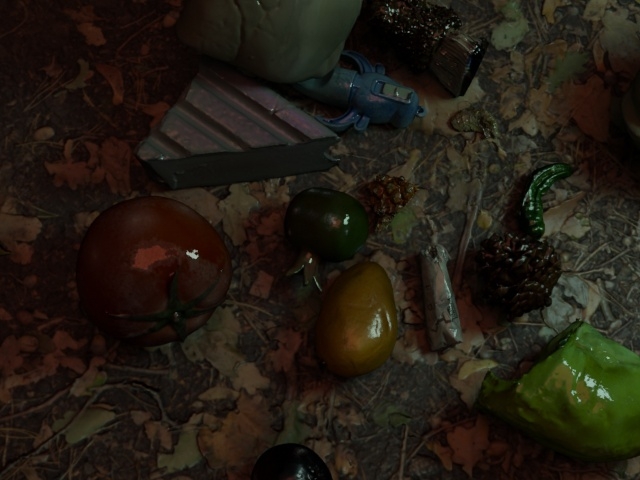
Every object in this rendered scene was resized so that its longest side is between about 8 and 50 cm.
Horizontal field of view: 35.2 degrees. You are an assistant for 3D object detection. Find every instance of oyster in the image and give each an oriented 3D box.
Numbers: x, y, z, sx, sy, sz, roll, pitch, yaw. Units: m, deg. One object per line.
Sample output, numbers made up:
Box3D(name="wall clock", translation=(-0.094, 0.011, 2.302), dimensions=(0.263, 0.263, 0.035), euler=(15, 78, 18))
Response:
Box3D(name="oyster", translation=(0.305, -0.229, 1.981), dimensions=(0.083, 0.038, 0.080), euler=(-21, 78, -12))

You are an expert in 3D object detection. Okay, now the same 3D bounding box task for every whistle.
Box3D(name="whistle", translation=(0.076, -0.283, 1.959), dimensions=(0.269, 0.093, 0.180), euler=(17, 66, 7))

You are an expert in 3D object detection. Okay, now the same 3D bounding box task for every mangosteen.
Box3D(name="mangosteen", translation=(-0.054, 0.421, 1.708), dimensions=(0.152, 0.152, 0.152), euler=(1, 73, -4))

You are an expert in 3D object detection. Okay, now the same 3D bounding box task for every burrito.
Box3D(name="burrito", translation=(0.220, 0.105, 1.862), dimensions=(0.064, 0.064, 0.203), euler=(-4, 74, -6))

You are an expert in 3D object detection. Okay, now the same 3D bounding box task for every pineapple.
Box3D(name="pineapple", translation=(0.131, -0.063, 1.912), dimensions=(0.114, 0.077, 0.114), euler=(19, 82, 37))

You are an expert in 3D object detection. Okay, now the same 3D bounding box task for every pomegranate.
Box3D(name="pomegranate", translation=(0.000, 0.000, 1.840), dimensions=(0.152, 0.131, 0.191), euler=(14, 79, 26))

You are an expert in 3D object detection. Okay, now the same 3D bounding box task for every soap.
Box3D(name="soap", translation=(-0.152, -0.152, 1.856), dimensions=(0.302, 0.159, 0.258), euler=(33, 70, 8))

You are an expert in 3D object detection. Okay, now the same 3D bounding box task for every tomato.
Box3D(name="tomato", translation=(-0.292, 0.047, 1.738), dimensions=(0.265, 0.265, 0.265), euler=(1, 73, -4))

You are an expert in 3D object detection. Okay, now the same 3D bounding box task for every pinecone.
Box3D(name="pinecone", translation=(0.357, 0.056, 1.843), dimensions=(0.174, 0.173, 0.173), euler=(1, 73, -4))

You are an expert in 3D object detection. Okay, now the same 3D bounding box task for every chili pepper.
Box3D(name="chili pepper", translation=(0.423, -0.085, 1.942), dimensions=(0.073, 0.050, 0.182), euler=(26, 70, 11))

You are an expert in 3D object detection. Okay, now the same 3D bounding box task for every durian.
Box3D(name="durian", translation=(0.469, 0.266, 1.761), dimensions=(0.340, 0.204, 0.256), euler=(31, 61, 8))

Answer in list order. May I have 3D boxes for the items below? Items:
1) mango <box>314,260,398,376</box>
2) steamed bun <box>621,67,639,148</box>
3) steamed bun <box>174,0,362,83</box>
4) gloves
Box3D(name="mango", translation=(0.072, 0.140, 1.815), dimensions=(0.147, 0.109, 0.227), euler=(19, 63, 3))
Box3D(name="steamed bun", translation=(0.725, -0.238, 1.909), dimensions=(0.368, 0.255, 0.342), euler=(25, 51, -26))
Box3D(name="steamed bun", translation=(-0.061, -0.419, 1.827), dimensions=(0.236, 0.247, 0.383), euler=(38, 30, 14))
Box3D(name="gloves", translation=(0.184, -0.415, 1.941), dimensions=(0.312, 0.210, 0.135), euler=(44, 98, 10))
